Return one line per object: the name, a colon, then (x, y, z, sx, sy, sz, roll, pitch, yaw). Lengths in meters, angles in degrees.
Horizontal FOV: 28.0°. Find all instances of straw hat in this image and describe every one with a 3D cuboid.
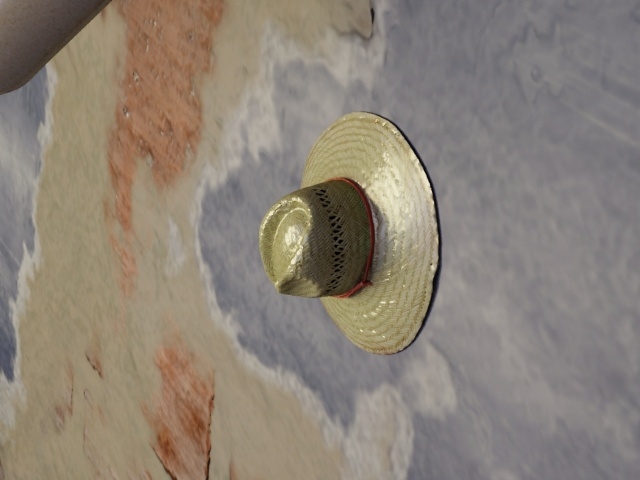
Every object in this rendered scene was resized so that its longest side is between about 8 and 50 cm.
straw hat: (0.000, 0.000, 0.708, 0.144, 0.061, 0.144, 26, 121, 53)

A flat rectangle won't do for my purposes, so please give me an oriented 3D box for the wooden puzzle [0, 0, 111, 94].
wooden puzzle: (-0.159, -0.301, 0.673, 0.322, 0.080, 0.348, -41, 65, 13)
